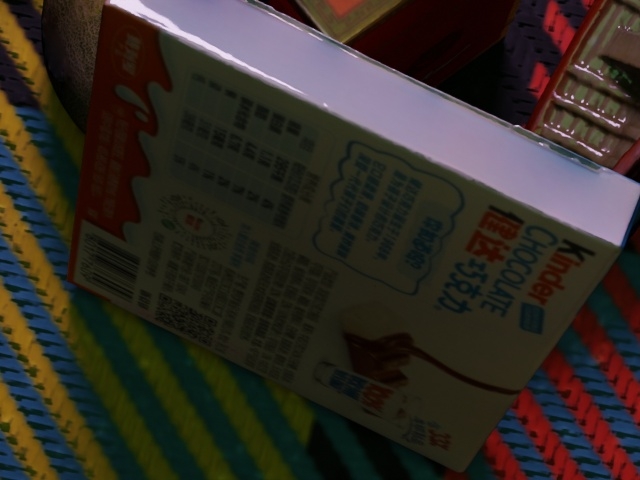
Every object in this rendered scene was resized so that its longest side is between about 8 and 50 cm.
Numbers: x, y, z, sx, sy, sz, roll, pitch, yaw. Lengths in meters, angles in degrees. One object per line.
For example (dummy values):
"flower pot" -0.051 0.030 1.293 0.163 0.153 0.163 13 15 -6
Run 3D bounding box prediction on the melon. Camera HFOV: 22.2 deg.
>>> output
"melon" -0.113 -0.117 0.947 0.099 0.099 0.162 -19 50 -6

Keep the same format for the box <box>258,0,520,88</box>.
"box" 0.043 -0.134 0.894 0.153 0.240 0.074 -40 82 -9

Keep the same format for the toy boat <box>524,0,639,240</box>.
"toy boat" 0.230 -0.155 0.953 0.079 0.136 0.392 30 94 -28

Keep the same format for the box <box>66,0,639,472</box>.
"box" 0.000 0.000 0.855 0.265 0.273 0.048 27 57 2
